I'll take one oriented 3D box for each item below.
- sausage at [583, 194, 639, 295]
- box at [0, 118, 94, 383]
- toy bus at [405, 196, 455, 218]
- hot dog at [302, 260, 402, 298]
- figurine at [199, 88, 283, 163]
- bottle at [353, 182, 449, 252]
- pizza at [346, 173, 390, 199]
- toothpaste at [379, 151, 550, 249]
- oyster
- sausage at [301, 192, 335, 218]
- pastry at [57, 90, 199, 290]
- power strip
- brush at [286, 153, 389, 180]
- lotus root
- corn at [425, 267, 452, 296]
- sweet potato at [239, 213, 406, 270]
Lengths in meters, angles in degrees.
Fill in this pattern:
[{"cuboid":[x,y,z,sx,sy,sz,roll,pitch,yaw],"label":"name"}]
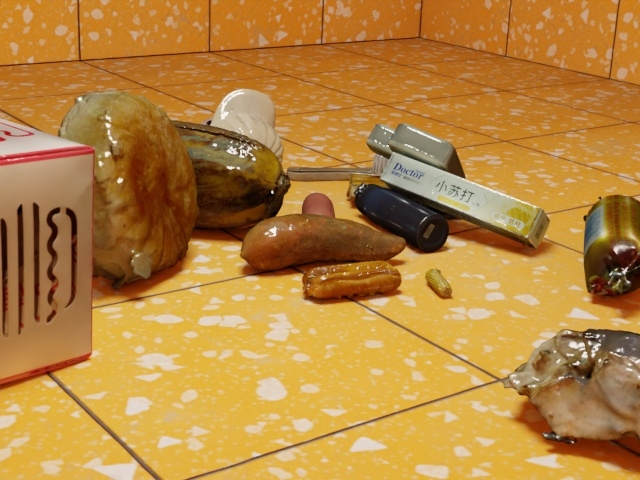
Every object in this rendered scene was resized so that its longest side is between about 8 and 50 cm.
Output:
[{"cuboid":[0.498,0.021,1.783,0.125,0.117,0.317,-8,17,17],"label":"sausage"},{"cuboid":[-0.500,0.007,1.397,0.312,0.314,0.300,18,22,39],"label":"box"},{"cuboid":[0.241,-0.069,2.121,0.166,0.047,0.065,-5,25,-16],"label":"toy bus"},{"cuboid":[0.048,0.063,1.708,0.165,0.045,0.071,-6,22,-23],"label":"hot dog"},{"cuboid":[-0.211,-0.176,2.254,0.185,0.204,0.332,-14,-4,-36],"label":"figurine"},{"cuboid":[0.146,-0.047,2.004,0.082,0.072,0.244,40,-4,-34],"label":"bottle"},{"cuboid":[0.112,-0.105,2.206,0.175,0.046,0.134,-5,15,-32],"label":"pizza"},{"cuboid":[0.265,-0.077,1.993,0.313,0.071,0.089,24,-4,26],"label":"toothpaste"},{"cuboid":[0.366,0.188,1.258,0.198,0.133,0.337,-16,21,-26],"label":"oyster"},{"cuboid":[-0.004,-0.046,1.994,0.062,0.062,0.154,2,19,-2],"label":"sausage"},{"cuboid":[-0.308,-0.092,1.725,0.136,0.330,0.329,-5,15,23],"label":"pastry"},{"cuboid":[0.186,-0.169,2.155,0.193,0.059,0.265,26,-4,17],"label":"power strip"},{"cuboid":[0.090,-0.162,2.353,0.327,0.065,0.070,-1,22,-6],"label":"brush"},{"cuboid":[-0.250,-0.115,1.970,0.397,0.196,0.179,11,51,11],"label":"lotus root"},{"cuboid":[0.191,0.067,1.741,0.028,0.027,0.083,-15,25,-10],"label":"corn"},{"cuboid":[0.001,-0.001,1.822,0.292,0.097,0.097,-3,20,-19],"label":"sweet potato"}]
